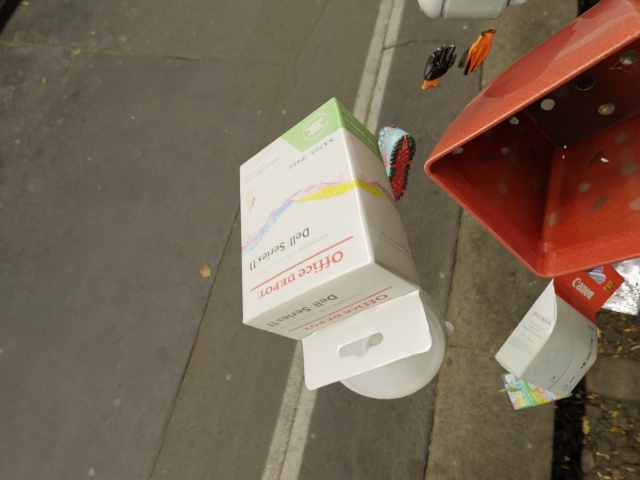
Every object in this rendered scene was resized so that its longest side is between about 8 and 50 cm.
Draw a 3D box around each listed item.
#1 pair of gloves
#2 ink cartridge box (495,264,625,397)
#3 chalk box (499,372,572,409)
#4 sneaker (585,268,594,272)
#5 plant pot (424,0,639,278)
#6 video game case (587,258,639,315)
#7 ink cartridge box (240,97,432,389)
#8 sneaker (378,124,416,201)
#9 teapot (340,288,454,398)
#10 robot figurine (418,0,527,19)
[{"bbox_3d":[0.164,-0.217,0.488,0.084,0.074,0.010,-18,74,-3],"label":"pair of gloves"},{"bbox_3d":[0.686,0.229,1.094,0.384,0.308,0.091,-56,34,9],"label":"ink cartridge box"},{"bbox_3d":[0.779,0.545,1.508,0.213,0.132,0.131,-10,65,-11],"label":"chalk box"},{"bbox_3d":[0.647,0.027,0.948,0.089,0.051,0.170,44,55,-20],"label":"sneaker"},{"bbox_3d":[0.343,-0.145,0.523,0.267,0.267,0.235,38,55,-17],"label":"plant pot"},{"bbox_3d":[1.101,0.130,1.524,0.196,0.026,0.273,13,110,37],"label":"video game case"},{"bbox_3d":[0.000,0.000,0.561,0.207,0.119,0.353,-30,51,27],"label":"ink cartridge box"},{"bbox_3d":[0.192,-0.210,1.172,0.104,0.261,0.125,-8,44,-26],"label":"sneaker"},{"bbox_3d":[0.117,0.173,0.818,0.253,0.187,0.255,-33,100,9],"label":"teapot"},{"bbox_3d":[0.450,-0.786,1.235,0.354,0.199,0.299,6,29,10],"label":"robot figurine"}]
